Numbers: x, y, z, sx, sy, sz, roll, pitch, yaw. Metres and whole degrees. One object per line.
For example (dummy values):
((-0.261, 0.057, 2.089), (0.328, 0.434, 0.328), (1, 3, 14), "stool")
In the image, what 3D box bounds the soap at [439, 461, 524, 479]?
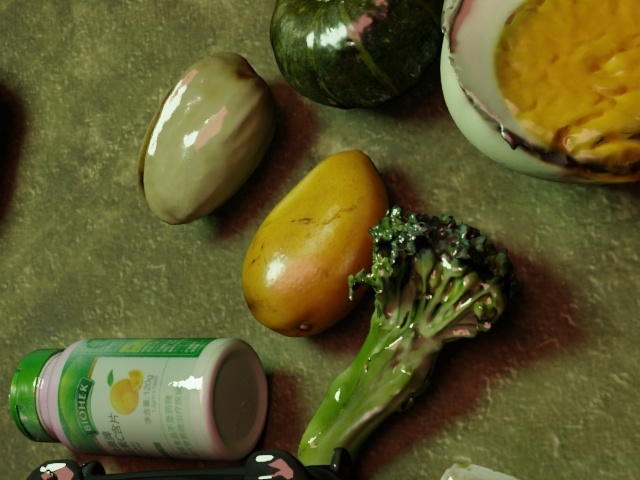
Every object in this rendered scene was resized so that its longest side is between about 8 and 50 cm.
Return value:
((0.228, 0.377, 1.282), (0.335, 0.156, 0.293), (17, 84, 34), "soap")

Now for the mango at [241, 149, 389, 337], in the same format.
((0.000, 0.000, 1.576), (0.145, 0.112, 0.219), (19, 77, 35), "mango")

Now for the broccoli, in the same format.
((0.071, 0.111, 1.496), (0.165, 0.145, 0.304), (30, 99, -4), "broccoli")

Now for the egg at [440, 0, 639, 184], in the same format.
((0.258, -0.163, 1.471), (0.287, 0.174, 0.264), (6, 69, 4), "egg")

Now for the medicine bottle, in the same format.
((-0.203, 0.171, 1.611), (0.274, 0.133, 0.133), (-2, 70, 30), "medicine bottle")

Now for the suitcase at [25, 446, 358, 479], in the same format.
((-0.124, 0.374, 1.429), (0.345, 0.188, 0.339), (-6, 85, 18), "suitcase")

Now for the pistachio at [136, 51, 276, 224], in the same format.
((-0.133, -0.115, 1.685), (0.206, 0.131, 0.129), (-55, 13, 1), "pistachio")

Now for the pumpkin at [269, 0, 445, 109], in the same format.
((0.048, -0.245, 1.620), (0.224, 0.157, 0.223), (-22, 45, 25), "pumpkin")
